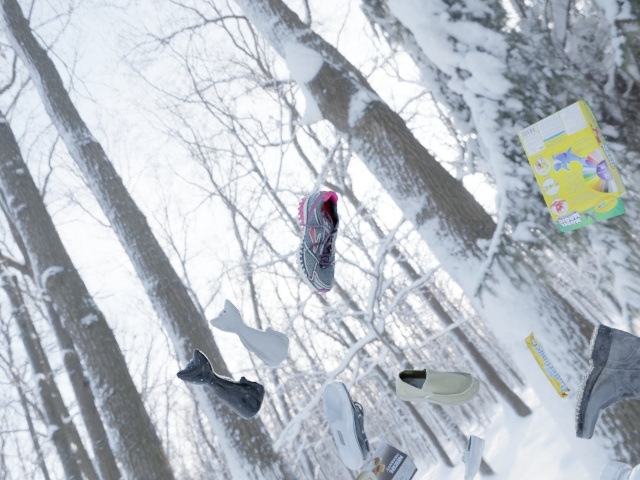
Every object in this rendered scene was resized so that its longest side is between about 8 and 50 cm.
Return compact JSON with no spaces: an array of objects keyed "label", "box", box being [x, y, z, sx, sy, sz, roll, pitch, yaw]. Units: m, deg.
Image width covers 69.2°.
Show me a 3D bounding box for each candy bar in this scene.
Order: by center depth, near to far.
[{"label":"candy bar","box":[0.521,0.287,1.067,0.040,0.162,0.018,-29,-6,-35]}]

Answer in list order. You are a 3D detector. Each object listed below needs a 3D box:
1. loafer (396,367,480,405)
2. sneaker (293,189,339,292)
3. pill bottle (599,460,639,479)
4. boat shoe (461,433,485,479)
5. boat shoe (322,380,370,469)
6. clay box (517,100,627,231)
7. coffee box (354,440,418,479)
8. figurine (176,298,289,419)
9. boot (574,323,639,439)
[{"label":"loafer","box":[0.358,0.452,1.452,0.268,0.102,0.092,-12,-57,24]},{"label":"sneaker","box":[0.000,0.000,1.323,0.120,0.300,0.112,6,-15,-41]},{"label":"pill bottle","box":[1.088,0.814,1.392,0.228,0.229,0.407,-19,6,-34]},{"label":"boat shoe","box":[0.529,0.765,1.633,0.184,0.063,0.066,-50,-21,-40]},{"label":"boat shoe","box":[0.070,0.414,1.068,0.076,0.229,0.080,-26,15,-40]},{"label":"clay box","box":[0.490,-0.139,0.898,0.053,0.222,0.127,-15,-7,-42]},{"label":"coffee box","box":[0.224,0.886,1.699,0.246,0.141,0.098,-45,-64,-23]},{"label":"figurine","box":[-0.198,0.268,1.072,0.209,0.092,0.215,43,-119,-29]},{"label":"boot","box":[0.834,0.411,1.255,0.118,0.222,0.339,2,-78,-65]}]
